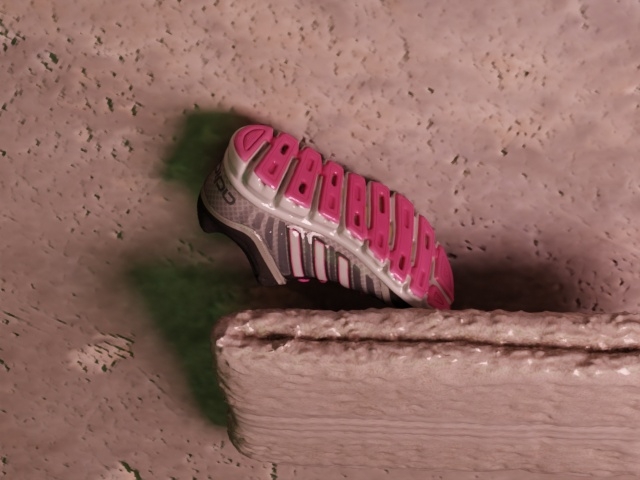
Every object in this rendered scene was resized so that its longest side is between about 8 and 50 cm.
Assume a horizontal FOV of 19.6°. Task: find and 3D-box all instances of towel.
[{"bbox_3d":[0.079,0.089,1.097,0.282,0.049,0.187,2,154,3],"label":"towel"}]

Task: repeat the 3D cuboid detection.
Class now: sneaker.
[{"bbox_3d":[0.000,0.000,1.055,0.170,0.063,0.075,31,134,-25],"label":"sneaker"}]
